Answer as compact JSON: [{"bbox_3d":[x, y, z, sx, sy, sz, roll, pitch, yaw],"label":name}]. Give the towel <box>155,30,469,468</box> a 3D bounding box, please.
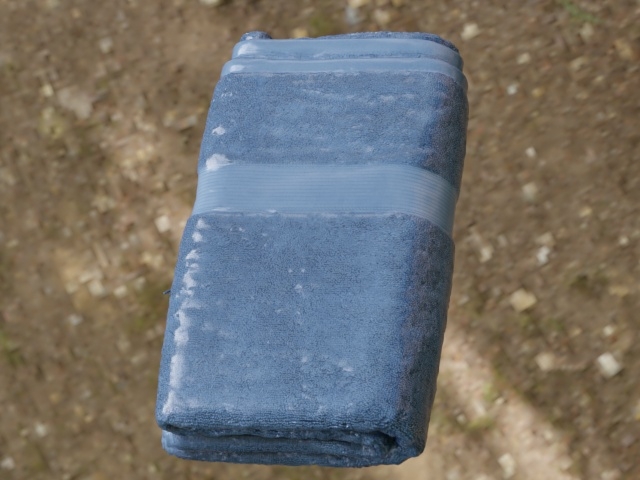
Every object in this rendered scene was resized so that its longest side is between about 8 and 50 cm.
[{"bbox_3d":[0.000,0.000,0.405,0.067,0.119,0.029,1,144,11],"label":"towel"}]
